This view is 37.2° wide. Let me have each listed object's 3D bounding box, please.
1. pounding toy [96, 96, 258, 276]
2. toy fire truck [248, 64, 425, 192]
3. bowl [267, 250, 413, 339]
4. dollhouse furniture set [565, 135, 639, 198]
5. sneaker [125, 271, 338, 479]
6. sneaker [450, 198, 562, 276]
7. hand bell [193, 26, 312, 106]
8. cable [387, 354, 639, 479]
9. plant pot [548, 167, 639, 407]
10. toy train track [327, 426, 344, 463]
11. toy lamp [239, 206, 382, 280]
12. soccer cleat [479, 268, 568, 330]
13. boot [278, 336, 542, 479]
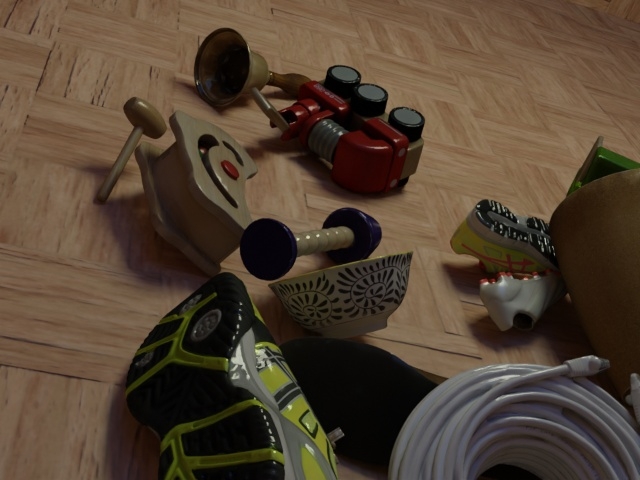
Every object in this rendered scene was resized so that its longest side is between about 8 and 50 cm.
[{"bbox_3d":[-0.173,-0.058,1.201,0.154,0.155,0.269,33,25,-43],"label":"pounding toy"},{"bbox_3d":[0.010,-0.166,1.438,0.246,0.158,0.217,-25,52,-37],"label":"toy fire truck"},{"bbox_3d":[0.031,0.068,1.080,0.170,0.170,0.080,-9,85,-42],"label":"bowl"},{"bbox_3d":[0.571,-0.048,1.571,0.301,0.151,0.197,25,30,7],"label":"dollhouse furniture set"},{"bbox_3d":[-0.074,0.168,0.859,0.147,0.145,0.384,46,11,-29],"label":"sneaker"},{"bbox_3d":[0.271,0.014,1.349,0.208,0.094,0.081,26,42,-25],"label":"sneaker"},{"bbox_3d":[-0.084,-0.276,1.610,0.126,0.126,0.242,41,24,32],"label":"hand bell"},{"bbox_3d":[0.179,0.232,0.829,0.257,0.089,0.257,1,61,-11],"label":"cable"},{"bbox_3d":[0.425,0.078,1.205,0.237,0.237,0.254,11,57,-17],"label":"plant pot"},{"bbox_3d":[-0.009,0.182,0.924,0.048,0.014,0.083,-30,70,-15],"label":"toy train track"},{"bbox_3d":[0.000,0.000,1.168,0.080,0.080,0.275,34,18,22],"label":"toy lamp"},{"bbox_3d":[0.276,0.083,1.268,0.196,0.068,0.076,0,70,-49],"label":"soccer cleat"},{"bbox_3d":[0.091,0.175,0.985,0.305,0.112,0.115,17,-1,1],"label":"boot"}]
